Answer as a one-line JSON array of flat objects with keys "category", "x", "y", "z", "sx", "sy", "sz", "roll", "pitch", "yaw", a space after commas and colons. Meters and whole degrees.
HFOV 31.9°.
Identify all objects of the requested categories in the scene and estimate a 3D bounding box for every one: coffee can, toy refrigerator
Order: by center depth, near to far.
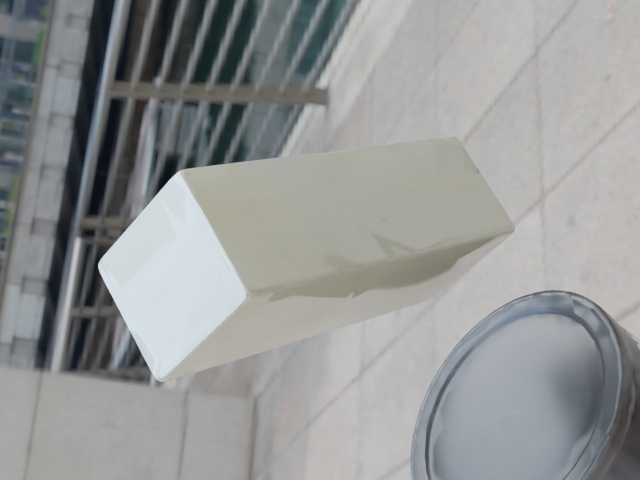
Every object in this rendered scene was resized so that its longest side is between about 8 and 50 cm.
[{"category": "toy refrigerator", "x": 0.000, "y": 0.000, "z": 0.727, "sx": 0.102, "sy": 0.269, "sz": 0.094, "roll": -43, "pitch": 70, "yaw": 38}, {"category": "coffee can", "x": 0.237, "y": 0.191, "z": 0.876, "sx": 0.201, "sy": 0.275, "sz": 0.201, "roll": -38, "pitch": 33, "yaw": 30}]
